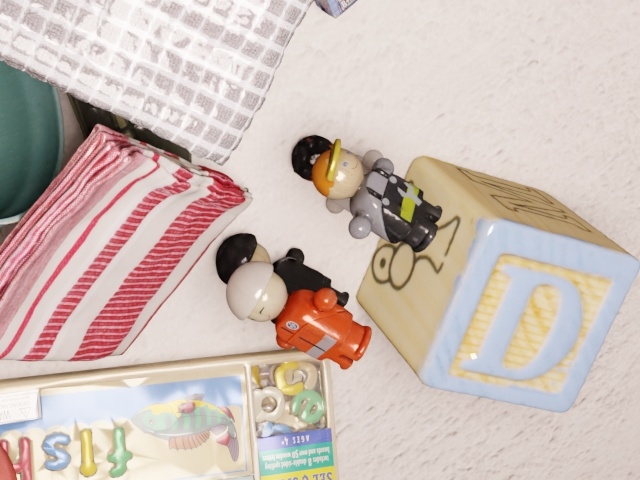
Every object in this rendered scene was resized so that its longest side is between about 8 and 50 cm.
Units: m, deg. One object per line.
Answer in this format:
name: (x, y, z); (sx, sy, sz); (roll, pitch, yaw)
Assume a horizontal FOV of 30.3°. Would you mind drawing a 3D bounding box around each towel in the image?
towel: (-0.143, -0.213, 0.873); (0.283, 0.121, 0.235); (24, 101, -22)
towel: (-0.190, 0.022, 1.080); (0.237, 0.037, 0.329); (-50, 164, 7)

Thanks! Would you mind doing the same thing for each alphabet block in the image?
alphabet block: (0.181, 0.045, 1.256); (0.193, 0.197, 0.192); (16, 107, -25)

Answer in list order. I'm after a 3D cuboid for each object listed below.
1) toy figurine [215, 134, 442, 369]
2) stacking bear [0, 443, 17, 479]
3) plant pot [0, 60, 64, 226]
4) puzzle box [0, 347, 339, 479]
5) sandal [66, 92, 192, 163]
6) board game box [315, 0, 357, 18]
toy figurine: (0.000, 0.000, 1.168); (0.148, 0.213, 0.209); (30, 97, -12)
stacking bear: (-0.379, 0.123, 0.966); (0.175, 0.164, 0.289); (-14, 130, -1)
plant pot: (-0.379, -0.116, 0.958); (0.196, 0.293, 0.293); (-22, 122, 21)
puzzle box: (-0.178, 0.267, 1.249); (0.409, 0.052, 0.272); (-5, 91, -17)
sandal: (-0.191, -0.173, 1.090); (0.120, 0.086, 0.303); (-11, 120, -14)
board game box: (0.026, -0.347, 1.105); (0.194, 0.060, 0.194); (-40, 121, 1)
